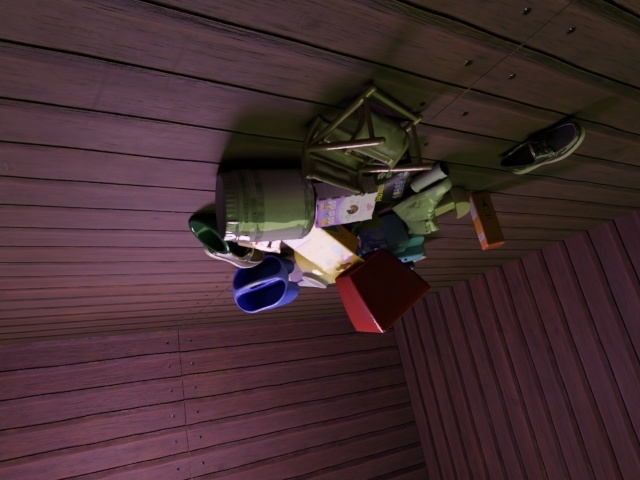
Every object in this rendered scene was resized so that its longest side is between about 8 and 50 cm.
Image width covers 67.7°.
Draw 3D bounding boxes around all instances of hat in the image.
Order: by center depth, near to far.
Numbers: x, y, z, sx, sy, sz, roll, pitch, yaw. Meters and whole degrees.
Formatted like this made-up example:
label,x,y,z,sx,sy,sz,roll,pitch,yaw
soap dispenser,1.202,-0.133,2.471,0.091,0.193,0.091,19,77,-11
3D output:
label,x,y,z,sx,sy,sz,roll,pitch,yaw
hat,-0.343,-0.067,1.744,0.208,0.183,0.173,30,151,11

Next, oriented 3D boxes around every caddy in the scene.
label,x,y,z,sx,sy,sz,roll,pitch,yaw
caddy,-0.266,0.206,2.254,0.341,0.241,0.179,-23,163,29

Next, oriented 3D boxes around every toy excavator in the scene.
label,x,y,z,sx,sy,sz,roll,pitch,yaw
toy excavator,0.368,-0.037,2.011,0.433,0.222,0.445,-9,153,-12

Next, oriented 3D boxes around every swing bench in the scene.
label,x,y,z,sx,sy,sz,roll,pitch,yaw
swing bench,0.119,-0.251,1.277,0.255,0.165,0.253,-19,161,37

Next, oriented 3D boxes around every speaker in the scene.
label,x,y,z,sx,sy,sz,roll,pitch,yaw
speaker,0.381,-0.222,1.672,0.055,0.055,0.136,6,154,-42

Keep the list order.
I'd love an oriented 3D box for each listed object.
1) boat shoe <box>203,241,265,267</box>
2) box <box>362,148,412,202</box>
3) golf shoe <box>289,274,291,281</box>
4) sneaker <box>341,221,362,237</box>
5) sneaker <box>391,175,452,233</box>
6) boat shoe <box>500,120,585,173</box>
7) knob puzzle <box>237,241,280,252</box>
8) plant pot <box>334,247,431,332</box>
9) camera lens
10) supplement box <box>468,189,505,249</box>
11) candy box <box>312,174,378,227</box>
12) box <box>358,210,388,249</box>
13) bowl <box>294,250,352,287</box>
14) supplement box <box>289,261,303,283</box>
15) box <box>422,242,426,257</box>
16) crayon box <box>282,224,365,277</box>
label,x,y,z,sx,sy,sz,roll,pitch,yaw
boat shoe,-0.328,0.041,1.938,0.091,0.109,0.305,-18,157,34
box,0.181,-0.202,1.604,0.216,0.060,0.270,-11,161,-2
golf shoe,-0.220,0.194,2.512,0.186,0.067,0.086,-9,160,-5
sneaker,0.113,-0.096,1.856,0.087,0.130,0.227,-5,133,-25
sneaker,0.412,-0.122,1.772,0.108,0.169,0.292,-42,-174,-33
boat shoe,0.724,-0.300,1.577,0.092,0.102,0.285,-6,167,-31
knob puzzle,-0.236,-0.026,1.788,0.213,0.030,0.213,9,139,8
plant pot,0.214,0.181,1.873,0.267,0.235,0.267,-39,-176,-20
camera lens,-0.163,-0.106,1.433,0.274,0.219,0.219,-4,160,-20
supplement box,0.680,-0.084,1.969,0.078,0.233,0.080,-11,165,-1
candy box,0.074,-0.123,1.530,0.196,0.070,0.165,-9,151,-8
box,0.196,-0.033,1.914,0.109,0.178,0.042,-7,149,-12
bowl,0.000,0.112,2.064,0.289,0.156,0.289,22,164,7
supplement box,-0.046,0.172,2.479,0.111,0.114,0.220,-26,155,35
box,0.416,0.045,2.406,0.113,0.094,0.275,-26,156,36
crayon box,0.000,0.000,1.812,0.318,0.081,0.202,38,139,-20
